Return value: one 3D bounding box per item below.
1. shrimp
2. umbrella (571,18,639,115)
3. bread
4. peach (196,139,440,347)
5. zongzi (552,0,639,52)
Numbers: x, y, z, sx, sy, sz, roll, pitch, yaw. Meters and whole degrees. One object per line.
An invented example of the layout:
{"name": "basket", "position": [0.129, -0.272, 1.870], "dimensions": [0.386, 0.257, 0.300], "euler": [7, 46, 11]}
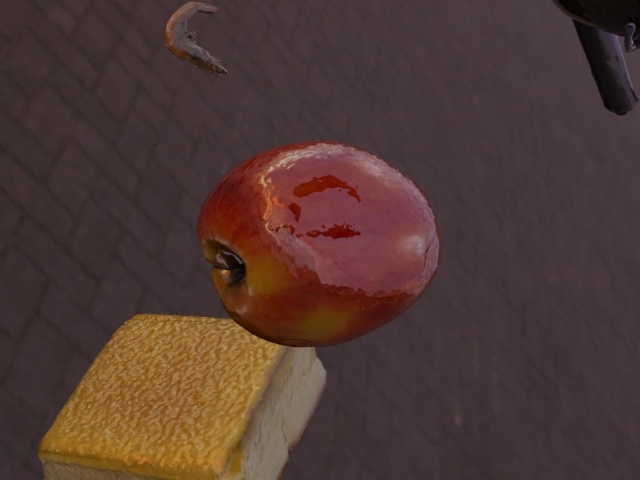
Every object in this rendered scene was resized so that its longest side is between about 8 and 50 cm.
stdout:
{"name": "shrimp", "position": [-0.148, -0.260, 1.603], "dimensions": [0.114, 0.083, 0.023], "euler": [33, -6, -37]}
{"name": "umbrella", "position": [0.239, -0.159, 1.054], "dimensions": [0.133, 0.031, 0.036], "euler": [58, 9, -39]}
{"name": "bread", "position": [-0.189, 0.251, 1.762], "dimensions": [0.323, 0.333, 0.143], "euler": [-59, 142, -44]}
{"name": "peach", "position": [0.000, 0.000, 1.460], "dimensions": [0.281, 0.281, 0.238], "euler": [-46, 127, -65]}
{"name": "zongzi", "position": [0.129, -0.268, 0.779], "dimensions": [0.432, 0.208, 0.403], "euler": [-34, 137, -34]}
